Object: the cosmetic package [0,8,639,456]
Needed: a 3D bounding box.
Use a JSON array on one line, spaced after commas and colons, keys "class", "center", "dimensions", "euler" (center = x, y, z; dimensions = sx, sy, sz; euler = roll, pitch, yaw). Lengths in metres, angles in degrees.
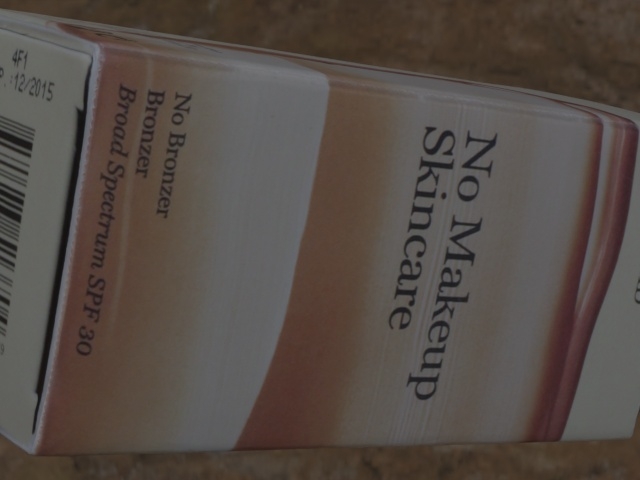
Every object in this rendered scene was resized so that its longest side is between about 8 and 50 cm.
[{"class": "cosmetic package", "center": [0.000, 0.000, 0.645], "dimensions": [0.296, 0.153, 0.129], "euler": [2, 12, -36]}]
